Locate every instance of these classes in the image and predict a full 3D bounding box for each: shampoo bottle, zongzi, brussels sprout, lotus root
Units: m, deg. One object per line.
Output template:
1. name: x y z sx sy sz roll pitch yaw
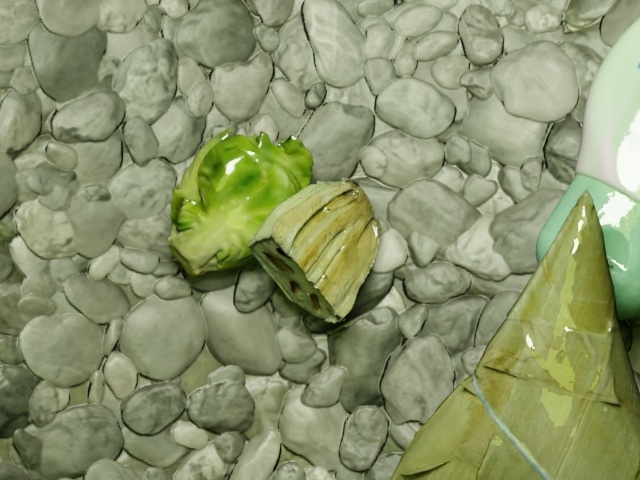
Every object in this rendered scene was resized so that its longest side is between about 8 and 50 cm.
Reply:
1. shampoo bottle: 0.358 -0.077 1.643 0.222 0.151 0.349 32 90 8
2. zongzi: 0.307 0.197 1.570 0.356 0.174 0.393 32 112 5
3. brussels sprout: -0.091 -0.041 1.727 0.139 0.100 0.181 41 77 -9
4. lotus root: -0.002 0.001 1.706 0.144 0.070 0.143 -49 119 -33
